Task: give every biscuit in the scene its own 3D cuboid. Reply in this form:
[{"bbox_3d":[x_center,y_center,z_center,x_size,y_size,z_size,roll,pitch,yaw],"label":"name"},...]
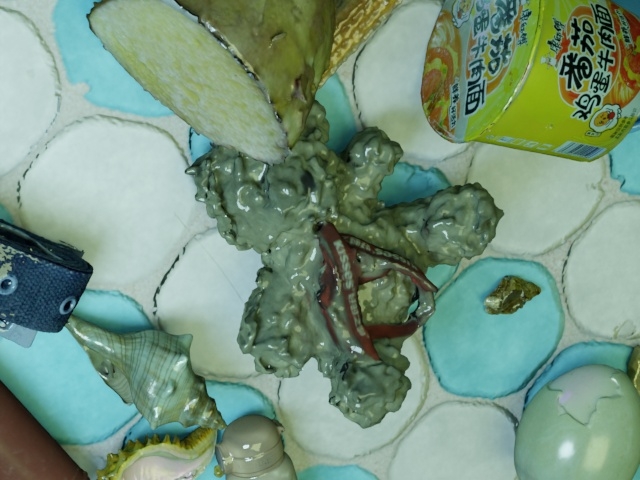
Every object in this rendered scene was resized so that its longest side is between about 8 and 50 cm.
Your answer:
[{"bbox_3d":[0.071,-0.319,1.683,0.378,0.094,0.054,-47,118,-3],"label":"biscuit"}]

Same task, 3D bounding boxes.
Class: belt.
[{"bbox_3d":[-0.386,0.043,1.600,0.218,0.122,0.128,28,99,-29],"label":"belt"}]

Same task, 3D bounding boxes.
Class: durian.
[{"bbox_3d":[-0.224,0.306,1.790,0.224,0.078,0.140,-40,117,-33],"label":"durian"}]

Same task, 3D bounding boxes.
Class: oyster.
[{"bbox_3d":[0.276,0.078,1.941,0.093,0.034,0.051,-32,124,-15],"label":"oyster"}]

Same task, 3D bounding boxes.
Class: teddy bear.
[{"bbox_3d":[0.000,0.000,1.704,0.367,0.224,0.357,39,76,-26],"label":"teddy bear"}]

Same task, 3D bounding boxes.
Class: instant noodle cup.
[{"bbox_3d":[0.279,-0.223,1.705,0.200,0.264,0.264,14,102,-24],"label":"instant noodle cup"}]

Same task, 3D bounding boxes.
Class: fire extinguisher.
[{"bbox_3d":[-0.437,0.226,1.662,0.147,0.106,0.337,-28,118,15],"label":"fire extinguisher"}]

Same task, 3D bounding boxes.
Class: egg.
[{"bbox_3d":[0.383,0.282,1.969,0.183,0.183,0.217,29,95,-28],"label":"egg"}]

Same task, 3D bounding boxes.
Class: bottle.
[{"bbox_3d":[-0.084,0.339,1.842,0.110,0.097,0.209,-21,114,-18],"label":"bottle"}]

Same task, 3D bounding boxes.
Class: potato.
[{"bbox_3d":[-0.086,-0.274,1.551,0.237,0.301,0.289,-50,126,-20],"label":"potato"}]

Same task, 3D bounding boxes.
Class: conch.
[{"bbox_3d":[-0.214,0.165,1.725,0.114,0.234,0.137,-40,154,-32],"label":"conch"}]

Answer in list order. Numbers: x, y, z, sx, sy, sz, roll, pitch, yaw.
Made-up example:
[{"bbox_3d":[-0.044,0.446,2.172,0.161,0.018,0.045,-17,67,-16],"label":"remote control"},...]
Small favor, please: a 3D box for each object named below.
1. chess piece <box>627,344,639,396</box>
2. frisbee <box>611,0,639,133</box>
[{"bbox_3d":[0.559,0.224,2.090,0.200,0.090,0.090,19,100,-16],"label":"chess piece"},{"bbox_3d":[0.407,-0.265,1.866,0.242,0.045,0.242,-4,108,-11],"label":"frisbee"}]
